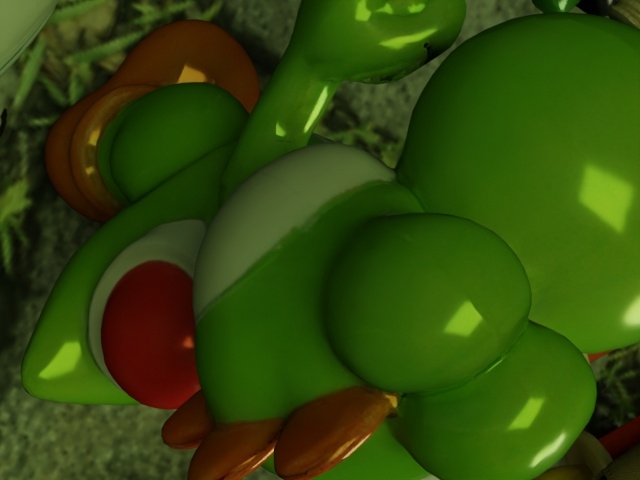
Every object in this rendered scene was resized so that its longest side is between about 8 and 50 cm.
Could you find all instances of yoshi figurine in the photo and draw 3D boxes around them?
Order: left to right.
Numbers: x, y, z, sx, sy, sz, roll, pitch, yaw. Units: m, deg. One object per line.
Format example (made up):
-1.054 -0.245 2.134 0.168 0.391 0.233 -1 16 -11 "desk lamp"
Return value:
0.026 -0.005 0.674 0.204 0.362 0.203 17 90 -22 "yoshi figurine"

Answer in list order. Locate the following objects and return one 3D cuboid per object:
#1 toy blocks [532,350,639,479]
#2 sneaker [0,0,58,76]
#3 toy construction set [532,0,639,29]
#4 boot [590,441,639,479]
0.141 0.076 0.895 0.148 0.054 0.123 -22 105 -17 "toy blocks"
-0.113 -0.158 0.744 0.094 0.091 0.258 33 85 -22 "sneaker"
0.196 -0.127 0.790 0.237 0.257 0.309 -44 133 -3 "toy construction set"
0.221 0.183 0.909 0.115 0.112 0.305 -27 127 9 "boot"
